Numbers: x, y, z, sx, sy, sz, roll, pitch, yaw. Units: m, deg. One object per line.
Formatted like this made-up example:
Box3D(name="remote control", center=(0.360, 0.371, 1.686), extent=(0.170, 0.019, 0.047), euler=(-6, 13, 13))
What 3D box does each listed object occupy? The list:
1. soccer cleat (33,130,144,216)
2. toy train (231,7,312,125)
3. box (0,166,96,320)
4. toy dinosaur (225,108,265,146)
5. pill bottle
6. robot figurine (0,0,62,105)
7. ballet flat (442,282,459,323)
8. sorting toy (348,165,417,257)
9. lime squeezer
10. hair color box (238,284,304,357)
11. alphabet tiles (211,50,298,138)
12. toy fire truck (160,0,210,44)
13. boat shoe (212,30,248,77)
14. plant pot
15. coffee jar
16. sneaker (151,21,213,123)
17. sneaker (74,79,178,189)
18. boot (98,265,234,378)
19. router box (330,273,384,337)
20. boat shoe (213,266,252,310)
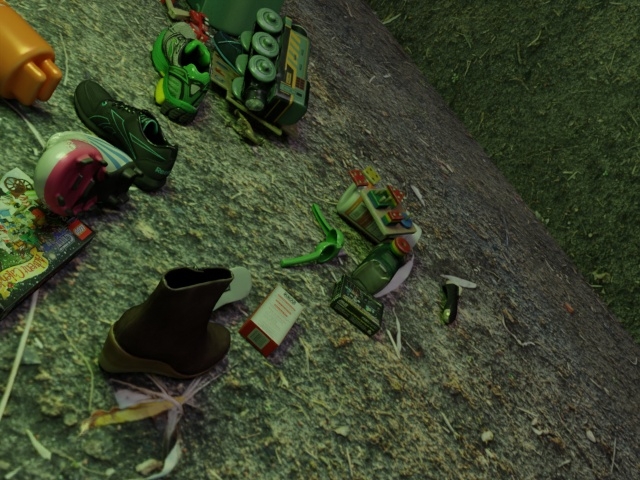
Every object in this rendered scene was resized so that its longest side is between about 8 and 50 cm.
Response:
Box3D(name="soccer cleat", center=(-0.394, -0.114, 1.043), extent=(0.143, 0.116, 0.331), euler=(32, 3, -1))
Box3D(name="toy train", center=(-0.116, -0.456, 1.735), extent=(0.190, 0.142, 0.334), euler=(22, 55, -26))
Box3D(name="box", center=(-0.448, 0.000, 0.945), extent=(0.159, 0.044, 0.233), euler=(41, 28, -8))
Box3D(name="toy dinosaur", center=(-0.190, -0.281, 1.675), extent=(0.092, 0.053, 0.183), euler=(40, 11, -32))
Box3D(name="pill bottle", center=(0.158, -0.061, 1.750), extent=(0.216, 0.121, 0.121), euler=(38, 29, -13))
Box3D(name="robot figurine", center=(-0.559, -0.338, 1.160), extent=(0.219, 0.128, 0.158), euler=(45, 66, 0))
Box3D(name="ballet flat", center=(0.344, 0.171, 1.785), extent=(0.173, 0.049, 0.058), euler=(-58, 146, -61))
Box3D(name="sorting toy", center=(0.175, -0.088, 1.648), extent=(0.132, 0.046, 0.275), euler=(-4, 59, -48))
Box3D(name="lime squeezer", center=(0.000, 0.000, 1.530), extent=(0.110, 0.059, 0.310), euler=(41, 29, -8))
Box3D(name="hair color box", center=(-0.089, 0.146, 1.229), extent=(0.072, 0.043, 0.141), euler=(44, 29, -2))
Box3D(name="alphabet tiles", center=(-0.182, -0.404, 1.832), extent=(0.285, 0.011, 0.342), euler=(32, 24, -22))
Box3D(name="toy fire truck", center=(-0.381, -0.629, 1.868), extent=(0.135, 0.047, 0.192), euler=(26, 34, -31))
Box3D(name="boat shoe", center=(-0.195, -0.508, 1.867), extent=(0.258, 0.089, 0.109), euler=(46, 22, 9))
Box3D(name="plant pot", center=(-0.280, -0.781, 2.020), extent=(0.252, 0.247, 0.248), euler=(-16, 64, -39))
Box3D(name="coffee jar", center=(0.145, 0.060, 1.600), extent=(0.079, 0.096, 0.184), euler=(48, 29, 0))
Box3D(name="sneaker", center=(-0.311, -0.428, 1.590), extent=(0.134, 0.146, 0.344), euler=(23, 35, -35))
Box3D(name="sneaker", center=(-0.370, -0.225, 1.288), extent=(0.267, 0.106, 0.101), euler=(48, 29, 9))
Box3D(name="boot", center=(-0.180, 0.118, 0.972), extent=(0.248, 0.207, 0.090), euler=(1, 50, -52))
Box3D(name="router box", center=(0.082, 0.144, 1.466), extent=(0.122, 0.038, 0.092), euler=(38, 28, -12))
Box3D(name="boat shoe", center=(-0.206, 0.087, 1.130), extent=(0.219, 0.070, 0.078), euler=(-3, 87, -61))
